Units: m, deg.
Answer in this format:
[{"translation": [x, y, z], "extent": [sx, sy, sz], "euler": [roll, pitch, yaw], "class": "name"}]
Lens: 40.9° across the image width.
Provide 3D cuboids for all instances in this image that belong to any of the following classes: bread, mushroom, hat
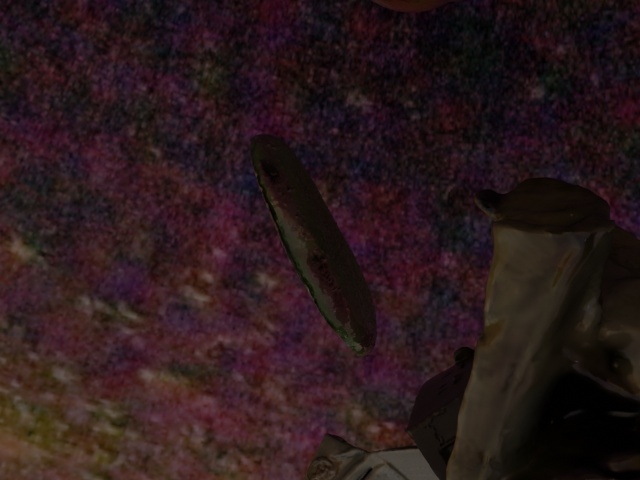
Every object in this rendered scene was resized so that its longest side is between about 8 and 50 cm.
[{"translation": [0.000, 0.000, 0.788], "extent": [0.033, 0.229, 0.228], "euler": [-26, 137, 7], "class": "bread"}, {"translation": [0.180, 0.101, 0.534], "extent": [0.211, 0.217, 0.292], "euler": [5, 106, 29], "class": "mushroom"}, {"translation": [0.129, 0.351, 0.996], "extent": [0.301, 0.168, 0.258], "euler": [-4, 148, 34], "class": "hat"}]

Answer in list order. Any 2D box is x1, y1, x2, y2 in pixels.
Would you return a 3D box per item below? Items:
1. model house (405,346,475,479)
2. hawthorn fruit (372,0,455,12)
[{"translation": [0.238, 0.156, 0.776], "extent": [0.243, 0.211, 0.204], "euler": [-38, 84, 14], "class": "model house"}, {"translation": [0.064, -0.214, 0.549], "extent": [0.156, 0.157, 0.194], "euler": [10, 164, 0], "class": "hawthorn fruit"}]
